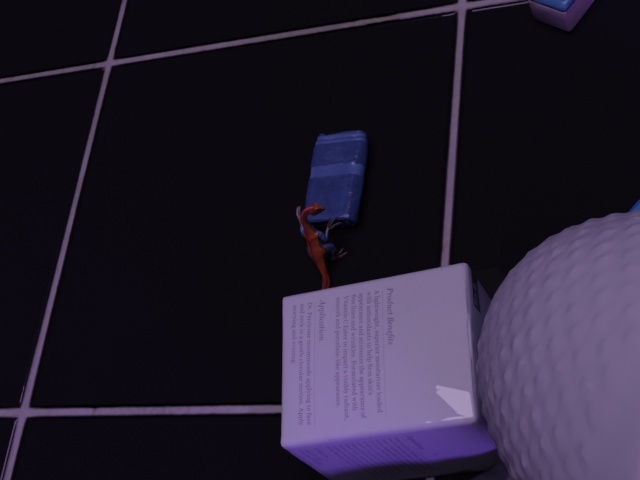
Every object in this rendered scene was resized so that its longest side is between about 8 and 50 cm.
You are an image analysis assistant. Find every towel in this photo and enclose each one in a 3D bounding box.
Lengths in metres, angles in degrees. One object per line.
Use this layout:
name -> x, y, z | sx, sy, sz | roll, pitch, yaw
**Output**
towel -> 0.019, -0.068, 1.211 | 0.067, 0.029, 0.119 | -3, 61, 23

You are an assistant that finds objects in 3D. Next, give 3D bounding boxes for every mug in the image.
mug -> 0.297, 0.134, 0.771 | 0.276, 0.374, 0.328 | -61, 19, 2

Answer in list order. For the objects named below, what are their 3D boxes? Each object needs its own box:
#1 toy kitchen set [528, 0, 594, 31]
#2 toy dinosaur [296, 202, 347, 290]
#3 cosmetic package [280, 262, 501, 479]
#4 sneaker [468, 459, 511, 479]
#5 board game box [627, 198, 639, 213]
toy kitchen set -> 0.214, -0.359, 1.199 | 0.207, 0.166, 0.122 | 31, 78, 34
toy dinosaur -> 0.000, 0.000, 1.150 | 0.047, 0.082, 0.090 | -14, 59, 17
cosmetic package -> 0.075, 0.131, 1.000 | 0.183, 0.151, 0.151 | -11, 60, 20
sneaker -> 0.135, 0.263, 0.932 | 0.267, 0.101, 0.106 | -29, 57, 8
board game box -> 0.352, 0.010, 0.951 | 0.210, 0.047, 0.160 | -50, 60, 18
